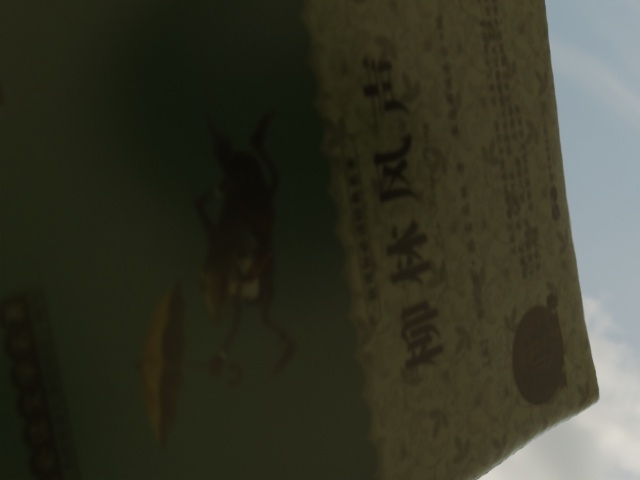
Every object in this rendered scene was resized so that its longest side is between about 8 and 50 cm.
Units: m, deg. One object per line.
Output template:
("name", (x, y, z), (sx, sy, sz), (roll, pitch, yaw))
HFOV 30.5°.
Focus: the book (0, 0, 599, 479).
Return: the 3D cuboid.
("book", (0.000, 0.000, 0.477), (0.379, 0.031, 0.264), (-20, -77, -47))
